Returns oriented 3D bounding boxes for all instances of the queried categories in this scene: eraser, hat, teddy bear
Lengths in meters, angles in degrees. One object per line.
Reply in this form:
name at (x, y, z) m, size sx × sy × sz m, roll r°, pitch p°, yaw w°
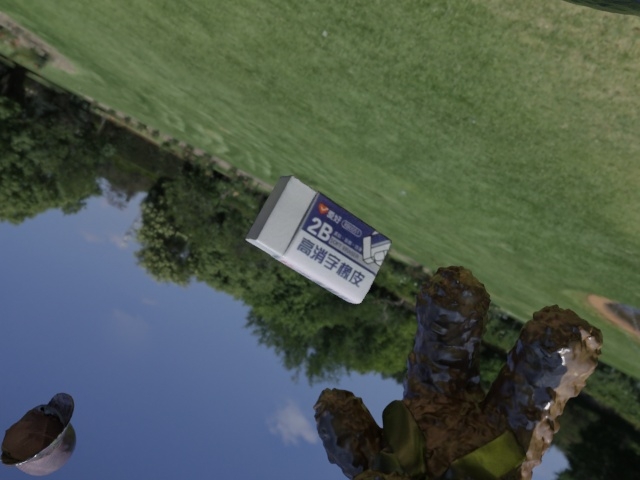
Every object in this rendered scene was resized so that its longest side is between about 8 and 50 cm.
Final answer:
eraser at (0.000, 0.000, 1.033) m, size 0.210 × 0.125 × 0.068 m, roll 33°, pitch 170°, yaw -23°
hat at (-0.191, 0.144, 0.452) m, size 0.087 × 0.058 × 0.042 m, roll -18°, pitch 121°, yaw 44°
teddy bear at (0.096, 0.183, 0.561) m, size 0.246 × 0.296 × 0.222 m, roll 22°, pitch -167°, yaw 30°

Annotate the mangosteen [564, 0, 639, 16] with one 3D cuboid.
mangosteen at (0.218, -0.272, 0.240) m, size 0.434 × 0.383 × 0.382 m, roll -2°, pitch -170°, yaw -17°
